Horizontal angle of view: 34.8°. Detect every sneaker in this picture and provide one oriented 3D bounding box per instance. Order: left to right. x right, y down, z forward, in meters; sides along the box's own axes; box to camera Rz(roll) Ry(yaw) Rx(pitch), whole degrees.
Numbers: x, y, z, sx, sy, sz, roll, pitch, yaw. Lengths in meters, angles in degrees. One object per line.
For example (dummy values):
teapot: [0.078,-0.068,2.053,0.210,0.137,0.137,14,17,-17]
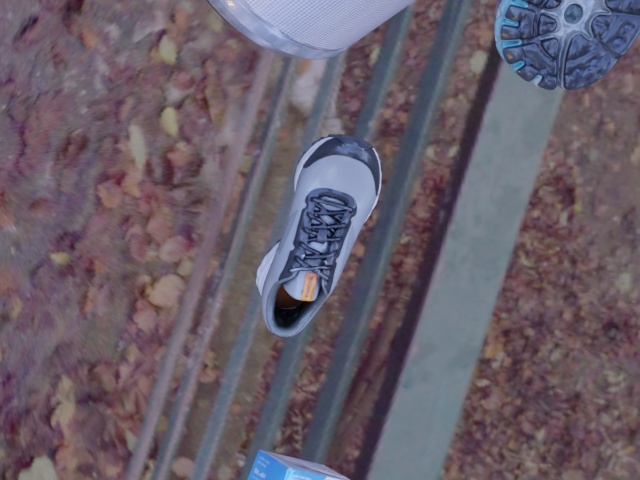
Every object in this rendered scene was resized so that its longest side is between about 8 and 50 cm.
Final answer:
sneaker: [0.000,0.000,1.164,0.100,0.108,0.271,16,124,-10]
sneaker: [0.213,-0.237,0.685,0.110,0.122,0.283,38,108,-18]

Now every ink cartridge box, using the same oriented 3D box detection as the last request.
ink cartridge box: [-0.046,0.324,1.086,0.104,0.060,0.180,24,86,-41]

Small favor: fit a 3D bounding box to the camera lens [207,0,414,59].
camera lens: [0.027,-0.293,0.821,0.219,0.274,0.219,26,50,-36]
